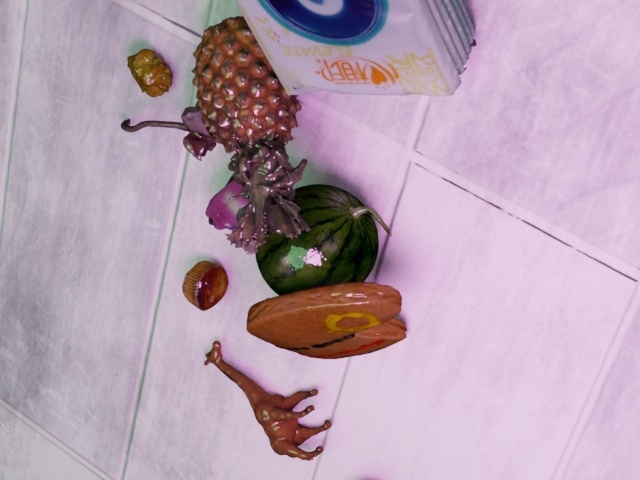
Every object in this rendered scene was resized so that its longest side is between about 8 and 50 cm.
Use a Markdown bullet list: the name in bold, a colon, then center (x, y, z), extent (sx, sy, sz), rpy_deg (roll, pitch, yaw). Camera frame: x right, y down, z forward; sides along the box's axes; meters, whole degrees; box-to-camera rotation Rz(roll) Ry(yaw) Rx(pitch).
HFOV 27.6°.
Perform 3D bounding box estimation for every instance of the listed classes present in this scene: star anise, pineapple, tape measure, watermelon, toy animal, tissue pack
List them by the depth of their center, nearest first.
- **tissue pack**: center (0.017, -0.368, 1.736), extent (0.287, 0.162, 0.388), rpy_deg (5, 146, 30)
- **pineapple**: center (-0.103, -0.156, 1.954), extent (0.175, 0.175, 0.361), rpy_deg (-18, 69, 40)
- **watermelon**: center (0.000, 0.000, 2.004), extent (0.188, 0.188, 0.214), rpy_deg (50, 127, 7)
- **tape measure**: center (-0.128, -0.067, 2.116), extent (0.125, 0.118, 0.074), rpy_deg (-40, 86, 37)
- **star anise**: center (-0.252, -0.215, 2.150), extent (0.227, 0.218, 0.148), rpy_deg (16, 78, 14)
- **toy animal**: center (-0.096, 0.278, 2.280), extent (0.230, 0.066, 0.224), rpy_deg (-5, 107, 43)

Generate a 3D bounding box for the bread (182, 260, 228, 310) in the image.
- **bread**: center (-0.195, 0.080, 2.253), extent (0.053, 0.085, 0.085), rpy_deg (24, 122, 34)

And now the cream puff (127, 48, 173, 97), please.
- **cream puff**: center (-0.288, -0.278, 2.176), extent (0.083, 0.058, 0.083), rpy_deg (-7, 107, 40)

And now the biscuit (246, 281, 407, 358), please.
- **biscuit**: center (0.036, 0.134, 2.010), extent (0.262, 0.277, 0.052), rpy_deg (-10, 68, 28)
